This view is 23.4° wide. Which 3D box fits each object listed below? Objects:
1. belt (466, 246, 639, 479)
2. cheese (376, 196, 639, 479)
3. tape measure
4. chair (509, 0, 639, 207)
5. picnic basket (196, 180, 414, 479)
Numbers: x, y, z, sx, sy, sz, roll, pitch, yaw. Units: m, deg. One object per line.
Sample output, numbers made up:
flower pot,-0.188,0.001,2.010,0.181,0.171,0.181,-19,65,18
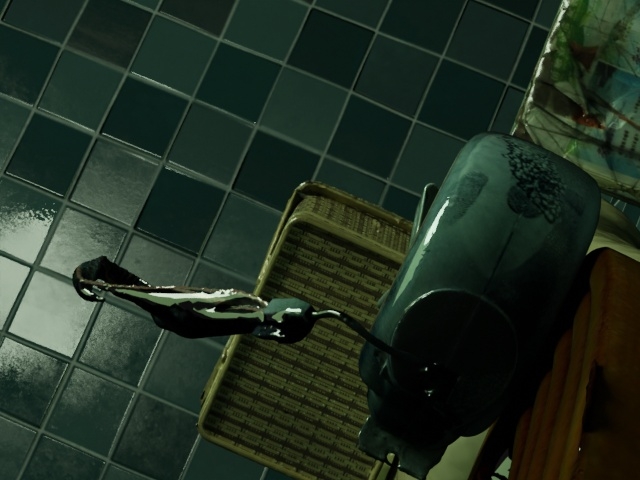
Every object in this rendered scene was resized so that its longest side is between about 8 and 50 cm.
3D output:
belt,0.074,0.140,0.413,0.339,0.122,0.217,-62,-5,-56
cheese,0.142,0.058,0.946,0.328,0.129,0.351,117,178,-60
tape measure,-0.001,-0.002,0.514,0.107,0.179,0.104,-63,-20,-17
chair,0.195,-0.095,0.888,0.270,0.136,0.147,49,-118,-88
picnic basket,0.006,0.059,0.909,0.079,0.115,0.164,-70,4,-75
